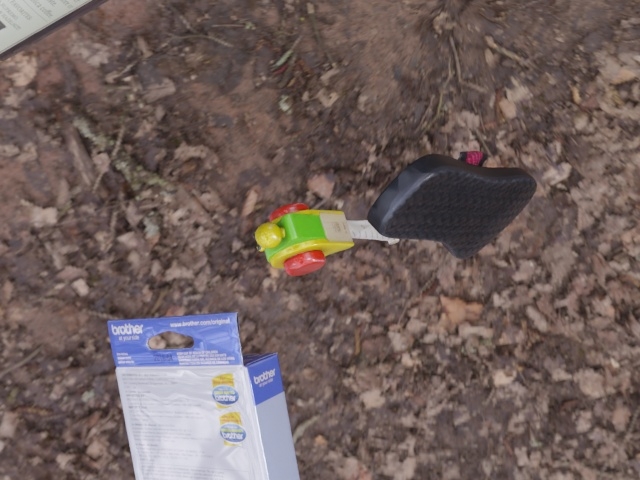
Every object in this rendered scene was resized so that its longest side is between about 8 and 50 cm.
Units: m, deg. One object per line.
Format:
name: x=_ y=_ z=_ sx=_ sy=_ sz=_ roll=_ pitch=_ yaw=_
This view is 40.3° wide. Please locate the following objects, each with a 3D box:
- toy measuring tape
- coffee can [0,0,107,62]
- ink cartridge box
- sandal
toy measuring tape: x=0.000 y=0.000 z=1.480 sx=0.121 sy=0.330 sz=0.121 roll=-1 pitch=89 yaw=39
coffee can: x=-0.278 y=-0.189 z=0.552 sx=0.275 sy=0.201 sz=0.201 roll=-29 pitch=100 yaw=3
ink cartridge box: x=-0.110 y=0.222 z=0.883 sx=0.186 sy=0.065 sz=0.311 roll=-7 pitch=97 yaw=36
sandal: x=0.074 y=-0.027 z=0.496 sx=0.067 sy=0.179 sz=0.040 roll=-50 pitch=64 yaw=17
